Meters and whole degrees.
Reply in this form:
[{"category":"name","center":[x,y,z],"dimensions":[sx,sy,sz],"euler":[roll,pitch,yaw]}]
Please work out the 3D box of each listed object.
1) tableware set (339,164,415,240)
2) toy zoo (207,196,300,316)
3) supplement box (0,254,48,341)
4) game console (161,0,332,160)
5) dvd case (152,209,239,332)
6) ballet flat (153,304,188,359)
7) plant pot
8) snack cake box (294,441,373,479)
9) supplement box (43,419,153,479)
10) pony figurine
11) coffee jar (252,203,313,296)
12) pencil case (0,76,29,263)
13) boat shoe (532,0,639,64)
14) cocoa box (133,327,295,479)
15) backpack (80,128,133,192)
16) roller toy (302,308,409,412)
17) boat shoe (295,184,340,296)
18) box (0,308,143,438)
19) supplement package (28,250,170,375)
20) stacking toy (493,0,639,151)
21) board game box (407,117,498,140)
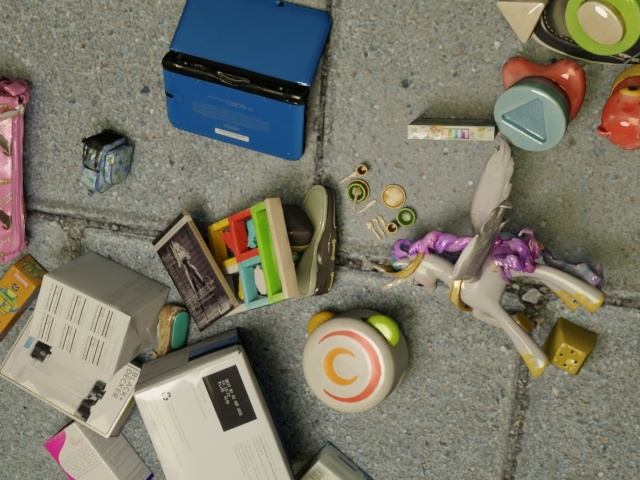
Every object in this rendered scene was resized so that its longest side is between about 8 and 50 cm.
[{"category":"tableware set","center":[0.112,-0.079,1.740],"dimensions":[0.104,0.024,0.154],"euler":[-32,94,21]},{"category":"toy zoo","center":[-0.149,0.042,1.760],"dimensions":[0.293,0.030,0.192],"euler":[-19,80,53]},{"category":"supplement box","center":[-0.707,0.143,2.005],"dimensions":[0.078,0.080,0.233],"euler":[42,109,-1]},{"category":"game console","center":[-0.141,-0.328,1.741],"dimensions":[0.293,0.173,0.250],"euler":[17,140,11]},{"category":"dvd case","center":[-0.259,0.066,1.829],"dimensions":[0.164,0.018,0.221],"euler":[-36,82,50]},{"category":"ballet flat","center":[-0.329,0.231,1.938],"dimensions":[0.067,0.073,0.206],"euler":[25,110,37]},{"category":"plant pot","center":[0.471,0.209,1.687],"dimensions":[0.081,0.083,0.081],"euler":[27,110,6]},{"category":"snack cake box","center":[-0.015,0.584,1.926],"dimensions":[0.152,0.089,0.264],"euler":[40,112,0]},{"category":"supplement box","center":[-0.504,0.501,2.028],"dimensions":[0.111,0.114,0.220],"euler":[-34,95,22]},{"category":"pony figurine","center":[0.314,0.038,1.600],"dimensions":[0.363,0.303,0.351],"euler":[29,125,0]},{"category":"coffee jar","center":[-0.081,0.019,1.759],"dimensions":[0.096,0.079,0.184],"euler":[62,139,39]},{"category":"pencil case","center":[-0.697,-0.150,1.880],"dimensions":[0.160,0.167,0.386],"euler":[-1,109,-23]},{"category":"boat shoe","center":[0.587,-0.363,1.459],"dimensions":[0.500,0.156,0.187],"euler":[11,110,14]},{"category":"cocoa box","center":[-0.209,0.392,1.822],"dimensions":[0.231,0.228,0.347],"euler":[-21,99,-4]},{"category":"backpack","center":[-0.442,-0.157,1.831],"dimensions":[0.084,0.105,0.114],"euler":[23,115,10]},{"category":"roller toy","center":[0.071,0.236,1.774],"dimensions":[0.209,0.146,0.191],"euler":[-3,95,22]},{"category":"boat shoe","center":[0.000,0.000,1.772],"dimensions":[0.081,0.068,0.228],"euler":[27,113,52]},{"category":"box","center":[-0.535,0.291,1.957],"dimensions":[0.290,0.087,0.169],"euler":[29,82,6]},{"category":"supplement package","center":[-0.462,0.149,1.873],"dimensions":[0.203,0.194,0.149],"euler":[24,109,9]},{"category":"stacking toy","center":[0.410,-0.270,1.463],"dimensions":[0.309,0.130,0.279],"euler":[2,128,40]},{"category":"board game box","center":[0.243,-0.204,1.625],"dimensions":[0.154,0.103,0.026],"euler":[3,106,15]}]
